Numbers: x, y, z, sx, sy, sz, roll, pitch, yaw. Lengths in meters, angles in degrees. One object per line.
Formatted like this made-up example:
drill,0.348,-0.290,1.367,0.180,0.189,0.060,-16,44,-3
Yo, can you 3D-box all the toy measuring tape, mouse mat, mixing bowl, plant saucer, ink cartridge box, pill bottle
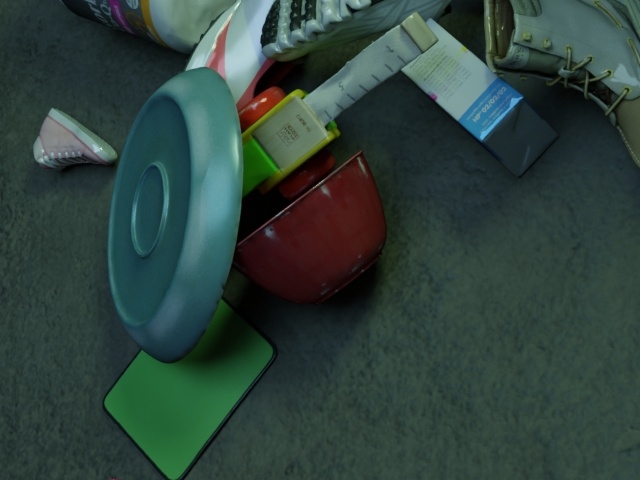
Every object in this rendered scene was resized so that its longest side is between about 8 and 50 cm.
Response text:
toy measuring tape,0.004,-0.135,1.281,0.330,0.121,0.121,-36,57,33
mouse mat,-0.146,0.150,1.358,0.152,0.007,0.190,40,93,34
mixing bowl,0.000,0.000,1.250,0.181,0.181,0.098,-38,93,13
plant saucer,-0.166,-0.030,1.313,0.317,0.043,0.318,-23,64,59
ink cartridge box,0.143,-0.153,1.243,0.061,0.104,0.181,-48,56,7
pill bottle,-0.226,-0.331,1.491,0.278,0.162,0.162,23,85,35

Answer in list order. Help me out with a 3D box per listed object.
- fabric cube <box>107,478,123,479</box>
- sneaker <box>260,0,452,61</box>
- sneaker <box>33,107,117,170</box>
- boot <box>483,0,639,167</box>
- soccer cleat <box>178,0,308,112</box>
fabric cube,-0.202,0.393,1.147,0.254,0.259,0.258,-21,63,23
sneaker,0.059,-0.246,1.265,0.292,0.118,0.110,-23,48,36
sneaker,-0.304,-0.106,1.519,0.134,0.051,0.070,34,92,38
boot,0.241,-0.153,1.148,0.077,0.165,0.213,124,142,-50
soccer cleat,-0.039,-0.269,1.407,0.116,0.108,0.318,28,87,16
